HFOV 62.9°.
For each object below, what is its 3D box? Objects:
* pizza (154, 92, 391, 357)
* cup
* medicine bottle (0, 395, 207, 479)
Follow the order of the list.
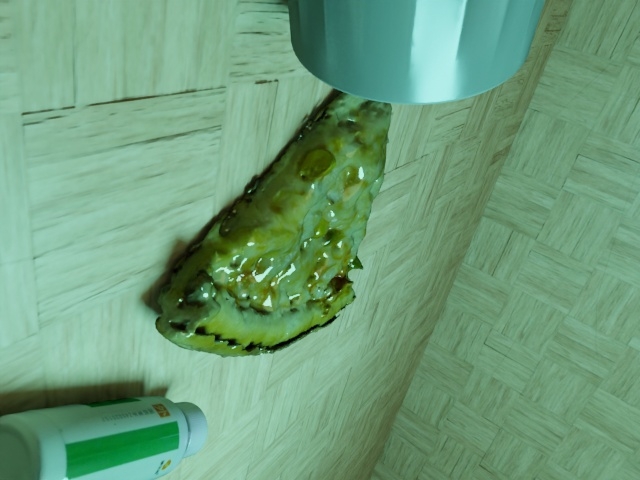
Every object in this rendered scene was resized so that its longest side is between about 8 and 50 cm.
[{"bbox_3d":[-0.015,0.029,0.759,0.435,0.080,0.392,-49,153,-20],"label":"pizza"},{"bbox_3d":[0.086,-0.335,0.412,0.327,0.236,0.323,85,11,-51],"label":"cup"},{"bbox_3d":[-0.218,0.215,0.548,0.095,0.095,0.260,-61,154,1],"label":"medicine bottle"}]
